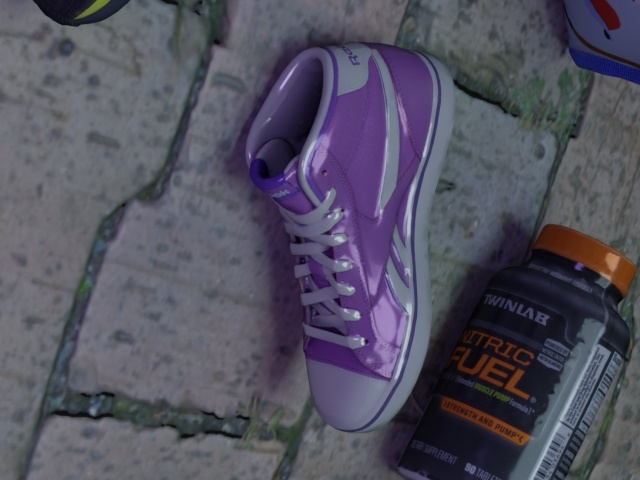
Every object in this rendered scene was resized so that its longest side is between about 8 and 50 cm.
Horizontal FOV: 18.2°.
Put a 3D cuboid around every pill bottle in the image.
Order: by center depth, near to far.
[{"bbox_3d":[0.172,0.111,1.650,0.130,0.130,0.245,38,76,-54],"label":"pill bottle"}]

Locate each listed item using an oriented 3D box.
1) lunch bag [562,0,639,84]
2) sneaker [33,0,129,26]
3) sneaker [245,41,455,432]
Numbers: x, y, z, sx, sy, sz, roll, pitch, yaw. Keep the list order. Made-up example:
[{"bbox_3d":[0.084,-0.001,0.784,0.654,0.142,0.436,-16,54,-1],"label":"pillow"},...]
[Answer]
[{"bbox_3d":[0.351,-0.250,1.475,0.239,0.385,0.328,-51,142,-24],"label":"lunch bag"},{"bbox_3d":[-0.067,-0.245,1.171,0.300,0.111,0.121,-57,151,-9],"label":"sneaker"},{"bbox_3d":[-0.001,0.000,1.401,0.161,0.102,0.282,0,97,-49],"label":"sneaker"}]
